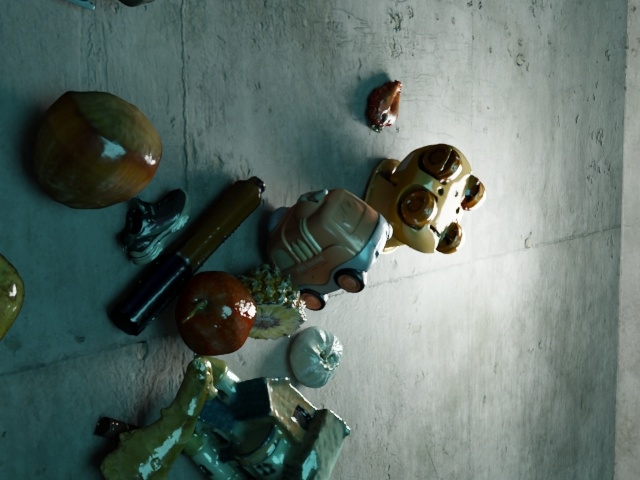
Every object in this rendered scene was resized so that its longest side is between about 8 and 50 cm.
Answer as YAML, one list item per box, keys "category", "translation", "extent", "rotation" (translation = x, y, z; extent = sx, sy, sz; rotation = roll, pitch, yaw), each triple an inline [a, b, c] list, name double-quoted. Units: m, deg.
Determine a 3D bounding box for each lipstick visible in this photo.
- category: "lipstick"
  translation: [-0.241, 0.017, 1.678]
  extent: [0.418, 0.077, 0.077]
  rotation: [-50, 128, -33]

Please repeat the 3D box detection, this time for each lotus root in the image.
- category: "lotus root"
  translation: [-0.554, 0.125, 1.310]
  extent: [0.145, 0.128, 0.260]
  rotation: [49, 54, -23]

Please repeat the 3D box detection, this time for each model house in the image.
- category: "model house"
  translation: [-0.157, 0.357, 1.693]
  extent: [0.325, 0.267, 0.194]
  rotation: [51, 45, -24]

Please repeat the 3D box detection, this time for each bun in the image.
- category: "bun"
  translation: [-0.004, 0.263, 1.963]
  extent: [0.140, 0.083, 0.141]
  rotation: [-9, 102, -44]

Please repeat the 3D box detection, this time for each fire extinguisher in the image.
- category: "fire extinguisher"
  translation: [-0.353, 0.361, 1.623]
  extent: [0.056, 0.039, 0.132]
  rotation: [-48, 136, 9]

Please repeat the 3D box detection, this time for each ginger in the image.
- category: "ginger"
  translation: [-0.287, 0.340, 1.589]
  extent: [0.131, 0.086, 0.295]
  rotation: [33, 83, -19]

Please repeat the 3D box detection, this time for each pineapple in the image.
- category: "pineapple"
  translation: [-0.116, 0.108, 1.793]
  extent: [0.175, 0.161, 0.137]
  rotation: [9, 54, -18]

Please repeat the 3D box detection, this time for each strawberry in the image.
- category: "strawberry"
  translation: [0.162, -0.325, 2.101]
  extent: [0.152, 0.048, 0.104]
  rotation: [-59, 136, -20]

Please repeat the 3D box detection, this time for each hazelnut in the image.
- category: "hazelnut"
  translation: [-0.374, -0.143, 1.446]
  extent: [0.214, 0.176, 0.214]
  rotation: [-13, 123, -22]

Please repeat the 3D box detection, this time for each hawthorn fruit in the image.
- category: "hawthorn fruit"
  translation: [-0.203, 0.124, 1.607]
  extent: [0.203, 0.162, 0.163]
  rotation: [69, 42, -66]

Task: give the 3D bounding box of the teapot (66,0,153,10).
- category: "teapot"
  translation: [-0.368, -0.482, 1.434]
  extent: [0.225, 0.171, 0.203]
  rotation: [14, 115, -41]

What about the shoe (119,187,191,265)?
- category: "shoe"
  translation: [-0.312, -0.043, 1.602]
  extent: [0.099, 0.071, 0.169]
  rotation: [49, 63, -36]

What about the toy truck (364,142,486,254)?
- category: "toy truck"
  translation: [0.244, -0.094, 2.100]
  extent: [0.204, 0.211, 0.288]
  rotation: [40, 69, -43]

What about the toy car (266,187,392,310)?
- category: "toy car"
  translation: [0.000, 0.000, 1.826]
  extent: [0.212, 0.270, 0.181]
  rotation: [45, 47, -16]
